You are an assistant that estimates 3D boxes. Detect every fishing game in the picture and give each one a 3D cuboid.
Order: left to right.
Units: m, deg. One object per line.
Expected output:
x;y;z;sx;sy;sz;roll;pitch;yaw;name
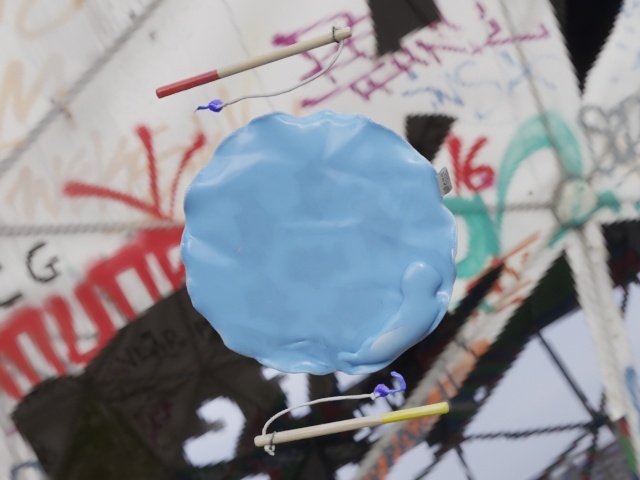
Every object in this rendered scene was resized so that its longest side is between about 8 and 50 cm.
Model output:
0.000;0.000;0.869;0.189;0.264;0.041;-17;7;14;fishing game
